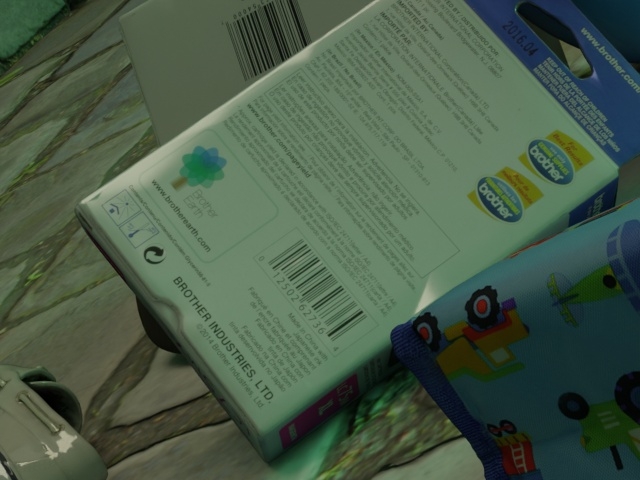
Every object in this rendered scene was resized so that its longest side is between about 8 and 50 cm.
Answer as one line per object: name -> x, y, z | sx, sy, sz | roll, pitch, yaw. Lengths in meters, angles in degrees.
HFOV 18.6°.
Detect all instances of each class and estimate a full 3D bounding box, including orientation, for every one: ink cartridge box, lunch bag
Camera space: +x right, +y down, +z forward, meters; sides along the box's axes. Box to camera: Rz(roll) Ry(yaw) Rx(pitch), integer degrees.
ink cartridge box -> 0.037, -0.034, 1.146 | 0.311, 0.186, 0.065 | -36, -22, -9
lunch bag -> 0.207, 0.003, 0.820 | 0.221, 0.138, 0.293 | -24, 8, 39

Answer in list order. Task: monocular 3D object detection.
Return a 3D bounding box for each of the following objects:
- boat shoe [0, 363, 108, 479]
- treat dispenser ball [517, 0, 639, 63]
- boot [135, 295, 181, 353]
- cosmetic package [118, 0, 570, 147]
boat shoe -> -0.202, 0.123, 1.290 | 0.088, 0.096, 0.267 | -31, 16, -11
treat dispenser ball -> 0.221, -0.257, 1.249 | 0.288, 0.288, 0.288 | -30, 15, 9
boot -> 0.000, 0.000, 1.323 | 0.305, 0.112, 0.115 | -28, -15, 36
cosmetic package -> 0.024, -0.129, 1.374 | 0.224, 0.138, 0.225 | -25, -13, 27
